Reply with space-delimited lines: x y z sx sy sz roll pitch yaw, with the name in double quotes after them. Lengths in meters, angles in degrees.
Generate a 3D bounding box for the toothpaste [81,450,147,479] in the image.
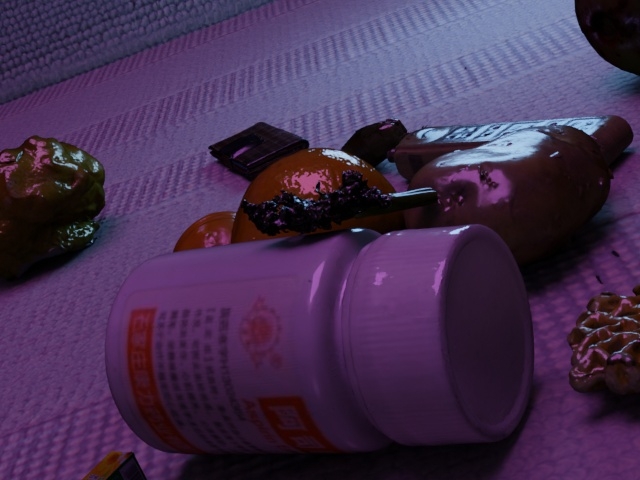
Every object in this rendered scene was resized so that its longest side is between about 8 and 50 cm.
-0.238 0.274 1.165 0.037 0.043 0.178 -5 27 38 "toothpaste"

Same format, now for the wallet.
-0.112 -0.163 2.116 0.124 0.042 0.230 -25 23 -15 "wallet"

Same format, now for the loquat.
0.000 0.000 1.381 0.208 0.208 0.208 -19 21 7 "loquat"

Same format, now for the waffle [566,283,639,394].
0.331 0.080 1.071 0.223 0.054 0.204 -14 11 19 "waffle"

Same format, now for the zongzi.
0.104 -0.167 1.853 0.154 0.062 0.130 -32 7 28 "zongzi"

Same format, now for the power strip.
0.241 -0.128 1.659 0.387 0.066 0.092 -1 27 44 "power strip"

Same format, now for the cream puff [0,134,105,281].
-0.470 -0.041 2.011 0.282 0.185 0.282 -41 -14 -12 "cream puff"

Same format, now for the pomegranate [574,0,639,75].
0.528 -0.355 1.753 0.306 0.242 0.242 -6 16 -18 "pomegranate"

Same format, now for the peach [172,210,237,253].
-0.128 0.033 1.532 0.138 0.138 0.138 -19 21 7 "peach"

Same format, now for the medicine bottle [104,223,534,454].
-0.005 0.098 1.140 0.371 0.211 0.211 -7 25 33 "medicine bottle"

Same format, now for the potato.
0.226 -0.052 1.380 0.191 0.141 0.296 6 27 43 "potato"

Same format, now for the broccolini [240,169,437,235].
0.053 -0.043 1.170 0.123 0.062 0.271 5 8 37 "broccolini"
